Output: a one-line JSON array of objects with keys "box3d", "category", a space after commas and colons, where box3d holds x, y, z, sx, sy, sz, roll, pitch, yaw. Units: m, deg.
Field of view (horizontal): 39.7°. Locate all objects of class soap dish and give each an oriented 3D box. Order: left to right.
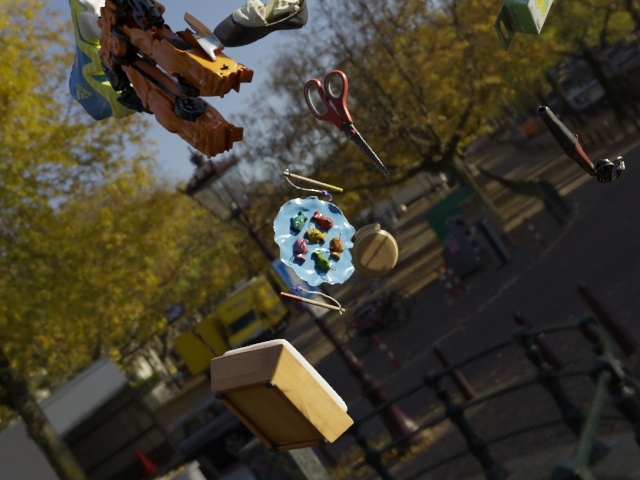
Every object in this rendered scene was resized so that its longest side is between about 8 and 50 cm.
[{"box3d": [-0.097, 0.368, 2.054, 0.229, 0.291, 0.118, -17, 34, 36], "category": "soap dish"}]

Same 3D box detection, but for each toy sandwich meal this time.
[{"box3d": [0.081, 0.017, 1.386, 0.085, 0.085, 0.029, -34, 13, -12], "category": "toy sandwich meal"}]

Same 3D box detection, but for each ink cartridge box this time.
[{"box3d": [0.462, -0.530, 1.967, 0.109, 0.062, 0.209, 43, -111, -55], "category": "ink cartridge box"}]

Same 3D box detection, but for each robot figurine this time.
[{"box3d": [-0.226, -0.257, 1.301, 0.085, 0.291, 0.211, -26, -34, -38], "category": "robot figurine"}]

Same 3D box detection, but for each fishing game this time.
[{"box3d": [0.000, 0.000, 1.652, 0.041, 0.189, 0.264, -34, 45, 50], "category": "fishing game"}]

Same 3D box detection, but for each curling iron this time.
[{"box3d": [0.439, -0.166, 1.512, 0.068, 0.035, 0.274, -21, -35, 36], "category": "curling iron"}]

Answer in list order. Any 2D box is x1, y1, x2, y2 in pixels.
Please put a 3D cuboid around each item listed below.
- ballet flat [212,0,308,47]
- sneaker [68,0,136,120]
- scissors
[{"box3d": [-0.099, -0.391, 1.538, 0.203, 0.074, 0.074, -25, -5, -37], "category": "ballet flat"}, {"box3d": [-0.392, -0.310, 1.490, 0.126, 0.240, 0.091, -19, 1, 31], "category": "sneaker"}, {"box3d": [0.054, -0.240, 1.945, 0.109, 0.297, 0.021, -29, -16, 19], "category": "scissors"}]
